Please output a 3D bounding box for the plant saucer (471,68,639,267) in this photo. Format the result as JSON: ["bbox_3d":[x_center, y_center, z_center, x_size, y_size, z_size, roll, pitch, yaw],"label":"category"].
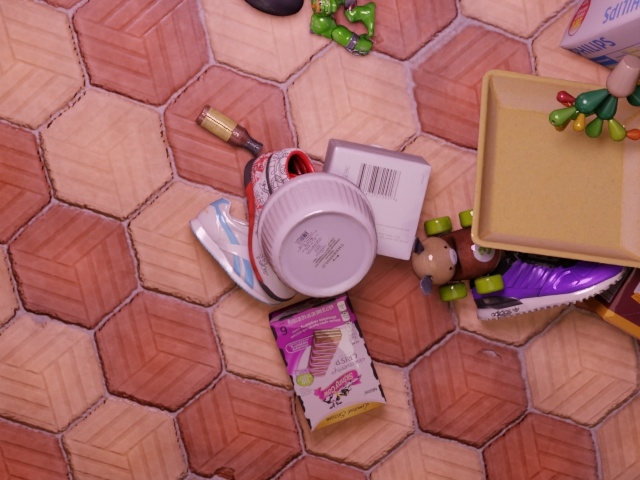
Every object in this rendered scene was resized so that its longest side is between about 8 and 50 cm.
[{"bbox_3d":[0.433,-0.121,1.832,0.332,0.081,0.333,8,76,-5],"label":"plant saucer"}]

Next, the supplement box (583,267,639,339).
[{"bbox_3d":[0.636,0.092,1.912,0.191,0.129,0.194,29,100,-9],"label":"supplement box"}]

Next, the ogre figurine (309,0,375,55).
[{"bbox_3d":[0.040,-0.421,1.786,0.118,0.097,0.197,3,145,1],"label":"ogre figurine"}]

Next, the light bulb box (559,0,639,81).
[{"bbox_3d":[0.653,-0.371,1.684,0.361,0.358,0.225,23,88,-8],"label":"light bulb box"}]

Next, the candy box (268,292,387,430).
[{"bbox_3d":[0.014,0.225,1.939,0.159,0.071,0.234,-21,103,1],"label":"candy box"}]

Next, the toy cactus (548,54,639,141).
[{"bbox_3d":[0.500,-0.249,1.748,0.218,0.112,0.180,0,145,-11],"label":"toy cactus"}]

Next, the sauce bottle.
[{"bbox_3d":[-0.164,-0.197,1.852,0.128,0.042,0.042,34,99,-9],"label":"sauce bottle"}]

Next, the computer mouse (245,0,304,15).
[{"bbox_3d":[-0.132,-0.488,1.737,0.272,0.188,0.072,55,53,-21],"label":"computer mouse"}]

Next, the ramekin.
[{"bbox_3d":[0.000,0.000,1.727,0.207,0.109,0.207,-5,118,-9],"label":"ramekin"}]

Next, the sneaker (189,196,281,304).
[{"bbox_3d":[-0.136,0.025,1.881,0.092,0.087,0.229,-40,103,3],"label":"sneaker"}]

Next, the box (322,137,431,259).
[{"bbox_3d":[0.088,-0.076,1.851,0.180,0.119,0.182,11,103,-6],"label":"box"}]

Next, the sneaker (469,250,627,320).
[{"bbox_3d":[0.406,0.048,1.875,0.293,0.102,0.146,-16,93,22],"label":"sneaker"}]

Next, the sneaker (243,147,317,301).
[{"bbox_3d":[-0.057,-0.030,1.809,0.090,0.145,0.270,-5,85,-39],"label":"sneaker"}]

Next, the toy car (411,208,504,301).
[{"bbox_3d":[0.223,0.033,1.823,0.148,0.188,0.155,-15,86,35],"label":"toy car"}]
